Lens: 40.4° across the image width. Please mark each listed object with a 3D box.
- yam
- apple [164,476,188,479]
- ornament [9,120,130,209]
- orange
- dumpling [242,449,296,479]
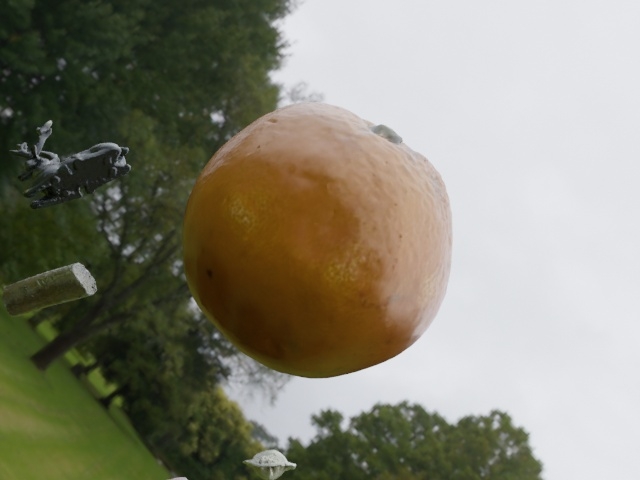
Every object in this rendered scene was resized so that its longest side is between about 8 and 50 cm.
[{"bbox_3d":[-0.390,0.070,1.247,0.054,0.132,0.054,-17,90,-78],"label":"yam"},{"bbox_3d":[-0.300,0.382,0.931,0.295,0.364,0.329,30,-62,49],"label":"apple"},{"bbox_3d":[-0.475,-0.158,1.626,0.236,0.202,0.080,41,-26,53],"label":"ornament"},{"bbox_3d":[0.000,0.000,0.969,0.312,0.312,0.312,47,-13,14],"label":"orange"},{"bbox_3d":[-0.084,0.365,1.431,0.076,0.052,0.057,32,-32,15],"label":"dumpling"}]
